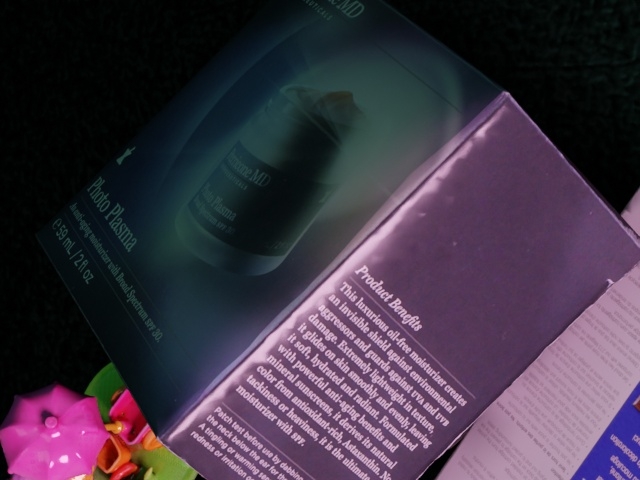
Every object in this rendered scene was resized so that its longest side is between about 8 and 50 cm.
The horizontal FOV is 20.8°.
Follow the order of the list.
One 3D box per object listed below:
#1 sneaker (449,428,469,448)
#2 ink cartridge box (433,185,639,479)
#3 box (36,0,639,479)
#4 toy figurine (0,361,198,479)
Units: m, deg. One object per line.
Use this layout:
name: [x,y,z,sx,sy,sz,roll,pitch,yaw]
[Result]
sneaker: [0.040,0.123,1.218,0.234,0.106,0.078,-34,107,2]
ink cartridge box: [0.200,0.134,1.182,0.371,0.069,0.176,-55,46,11]
box: [0.000,0.000,1.166,0.294,0.183,0.296,-45,35,1]
toy figurine: [-0.198,0.167,1.370,0.173,0.159,0.130,-48,66,17]
